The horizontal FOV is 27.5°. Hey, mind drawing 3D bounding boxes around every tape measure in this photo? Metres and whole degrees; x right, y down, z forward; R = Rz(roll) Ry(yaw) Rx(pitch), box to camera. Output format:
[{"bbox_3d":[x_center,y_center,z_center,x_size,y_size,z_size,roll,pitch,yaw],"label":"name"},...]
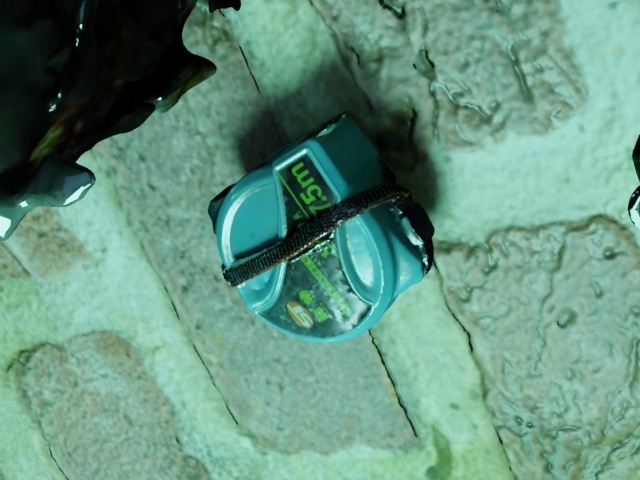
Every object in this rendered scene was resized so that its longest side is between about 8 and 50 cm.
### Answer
[{"bbox_3d":[0.000,0.000,0.836,0.146,0.081,0.125,-30,100,36],"label":"tape measure"}]

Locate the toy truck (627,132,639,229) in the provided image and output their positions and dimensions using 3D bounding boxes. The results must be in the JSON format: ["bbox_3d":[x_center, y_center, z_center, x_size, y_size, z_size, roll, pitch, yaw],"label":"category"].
[{"bbox_3d":[0.267,0.036,0.728,0.121,0.088,0.259,-14,113,32],"label":"toy truck"}]

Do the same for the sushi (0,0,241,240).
[{"bbox_3d":[-0.205,-0.168,0.698,0.281,0.294,0.299,2,120,25],"label":"sushi"}]
